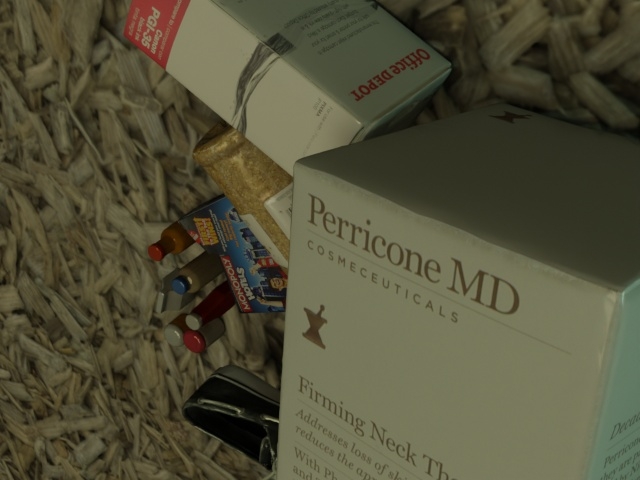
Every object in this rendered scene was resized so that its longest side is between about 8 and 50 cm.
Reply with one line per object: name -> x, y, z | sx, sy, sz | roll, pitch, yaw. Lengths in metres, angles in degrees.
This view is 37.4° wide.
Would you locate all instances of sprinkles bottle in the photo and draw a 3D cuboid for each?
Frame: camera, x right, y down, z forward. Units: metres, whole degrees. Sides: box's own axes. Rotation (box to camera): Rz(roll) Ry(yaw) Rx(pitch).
sprinkles bottle -> 0.000, 0.000, 1.120 | 0.121, 0.121, 0.355 | -22, 112, 40

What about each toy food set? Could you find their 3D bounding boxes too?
toy food set -> -0.192, 0.085, 1.348 | 0.111, 0.104, 0.232 | 30, 128, 17

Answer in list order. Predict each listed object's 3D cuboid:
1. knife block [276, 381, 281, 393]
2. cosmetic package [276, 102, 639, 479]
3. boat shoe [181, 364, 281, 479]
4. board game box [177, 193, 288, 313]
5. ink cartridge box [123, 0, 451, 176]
knife block -> 0.031, 0.286, 1.322 | 0.242, 0.088, 0.276 | 48, 131, 1
cosmetic package -> 0.185, 0.116, 0.903 | 0.329, 0.327, 0.393 | 25, 122, 39
boat shoe -> -0.042, 0.265, 1.229 | 0.306, 0.105, 0.113 | 28, 127, 19
board game box -> -0.088, -0.001, 1.260 | 0.194, 0.060, 0.194 | -4, 113, 37
ink cartridge box -> -0.032, -0.203, 1.010 | 0.283, 0.207, 0.117 | 41, 132, 9
